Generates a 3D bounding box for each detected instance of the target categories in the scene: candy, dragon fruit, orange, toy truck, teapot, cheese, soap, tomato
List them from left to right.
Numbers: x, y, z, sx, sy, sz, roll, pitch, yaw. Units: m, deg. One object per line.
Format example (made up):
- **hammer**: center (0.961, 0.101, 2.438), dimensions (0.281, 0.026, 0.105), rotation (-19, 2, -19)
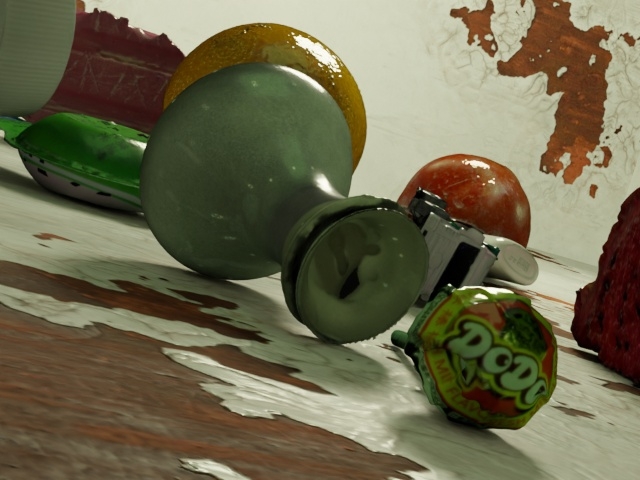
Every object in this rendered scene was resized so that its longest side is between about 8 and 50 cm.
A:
- **cheese**: center (-0.266, -0.095, 1.464), dimensions (0.320, 0.083, 0.204), rotation (21, 8, 33)
- **soap**: center (-0.300, -0.207, 1.952), dimensions (0.324, 0.220, 0.127), rotation (16, -4, -13)
- **orange**: center (-0.072, -0.150, 1.778), dimensions (0.274, 0.274, 0.274), rotation (17, 4, -1)
- **teapot**: center (-0.026, -0.025, 1.051), dimensions (0.183, 0.184, 0.251), rotation (14, 16, -33)
- **candy**: center (0.077, 0.068, 0.910), dimensions (0.091, 0.083, 0.305), rotation (46, -7, -7)
- **toy truck**: center (0.132, 0.018, 1.479), dimensions (0.116, 0.110, 0.216), rotation (28, 4, -1)
- **tomato**: center (0.235, -0.055, 2.154), dimensions (0.214, 0.155, 0.181), rotation (21, -15, 29)
- **dragon fruit**: center (0.343, 0.069, 1.328), dimensions (0.240, 0.302, 0.330), rotation (-32, 9, -29)

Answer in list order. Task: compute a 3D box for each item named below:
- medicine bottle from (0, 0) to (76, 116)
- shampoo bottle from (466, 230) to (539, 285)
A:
- **medicine bottle**: center (-0.414, -0.230, 1.313), dimensions (0.306, 0.245, 0.245), rotation (1, 14, -41)
- **shampoo bottle**: center (0.221, 0.019, 2.047), dimensions (0.108, 0.051, 0.221), rotation (34, -13, -35)
